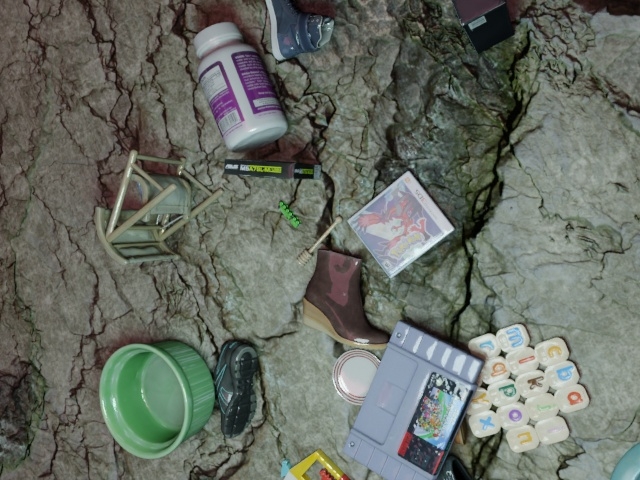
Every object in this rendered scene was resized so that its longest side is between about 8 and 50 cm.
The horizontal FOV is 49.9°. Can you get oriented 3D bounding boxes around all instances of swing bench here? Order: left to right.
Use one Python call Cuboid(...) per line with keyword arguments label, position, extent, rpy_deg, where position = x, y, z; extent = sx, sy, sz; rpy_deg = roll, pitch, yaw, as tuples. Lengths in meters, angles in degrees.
Cuboid(label="swing bench", position=(-0.429, -0.080, 1.787), extent=(0.165, 0.253, 0.254), rpy_deg=(39, 103, 14))

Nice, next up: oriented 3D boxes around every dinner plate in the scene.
Cuboid(label="dinner plate", position=(0.099, 0.345, 1.738), extent=(0.141, 0.017, 0.141), rpy_deg=(1, 92, 19))

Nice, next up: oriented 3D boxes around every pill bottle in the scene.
Cuboid(label="pill bottle", position=(-0.211, -0.389, 1.744), extent=(0.169, 0.169, 0.301), rpy_deg=(-24, 84, 19))

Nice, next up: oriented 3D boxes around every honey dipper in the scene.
Cuboid(label="honey dipper", position=(0.000, 0.000, 1.755), extent=(0.030, 0.030, 0.160), rpy_deg=(46, 103, 13))

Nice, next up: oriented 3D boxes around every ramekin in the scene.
Cuboid(label="ramekin", position=(-0.430, 0.413, 1.842), extent=(0.304, 0.148, 0.303), rpy_deg=(2, 94, 28))

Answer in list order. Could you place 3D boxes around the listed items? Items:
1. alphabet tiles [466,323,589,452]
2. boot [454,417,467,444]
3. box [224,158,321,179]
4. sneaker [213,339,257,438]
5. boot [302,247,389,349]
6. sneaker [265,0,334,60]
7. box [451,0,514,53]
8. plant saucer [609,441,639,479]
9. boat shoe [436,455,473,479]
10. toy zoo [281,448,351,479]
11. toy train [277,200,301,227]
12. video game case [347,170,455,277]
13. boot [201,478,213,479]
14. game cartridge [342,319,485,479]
Cuboid(label="alphabet tiles", position=(0.461, 0.344, 1.607), extent=(0.278, 0.021, 0.284), rpy_deg=(-24, 84, 19))
Cuboid(label="boot", position=(0.259, 0.411, 1.657), extent=(0.152, 0.073, 0.197), rpy_deg=(-23, 72, 18))
Cuboid(label="box", position=(-0.115, -0.176, 1.705), extent=(0.184, 0.191, 0.045), rpy_deg=(8, 97, 20))
Cuboid(label="sneaker", position=(-0.230, 0.393, 1.832), extent=(0.106, 0.101, 0.267), rpy_deg=(17, 102, 44))
Cuboid(label="boot", position=(0.075, 0.145, 1.700), extent=(0.249, 0.090, 0.206), rpy_deg=(18, 100, 22))
Cuboid(label="sneaker", position=(-0.051, -0.577, 1.715), extent=(0.164, 0.086, 0.226), rpy_deg=(-3, 101, 30))
Cuboid(label="box", position=(0.334, -0.536, 1.494), extent=(0.103, 0.261, 0.184), rpy_deg=(-26, 84, 19))
Cuboid(label="plant saucer", position=(0.788, 0.574, 1.474), extent=(0.318, 0.044, 0.317), rpy_deg=(0, 89, 15))
Cuboid(label="boat shoe", position=(0.374, 0.649, 1.594), extent=(0.113, 0.127, 0.340), rpy_deg=(-45, 68, 27))
Cuboid(label="toy zoo", position=(0.007, 0.677, 1.775), extent=(0.293, 0.030, 0.192), rpy_deg=(43, 105, 13))
Cuboid(label="toy train", position=(-0.082, -0.068, 1.789), extent=(0.083, 0.017, 0.023), rpy_deg=(49, 117, 12))
Cuboid(label="video game case", position=(0.195, -0.038, 1.687), extent=(0.201, 0.023, 0.183), rpy_deg=(-40, 79, 17))
Cuboid(label="boot", position=(-0.370, 0.729, 1.903), extent=(0.219, 0.082, 0.106), rpy_deg=(-19, 64, 23))
Cuboid(label="game cartridge", position=(0.217, 0.394, 1.611), extent=(0.230, 0.068, 0.354), rpy_deg=(25, 95, 30))
